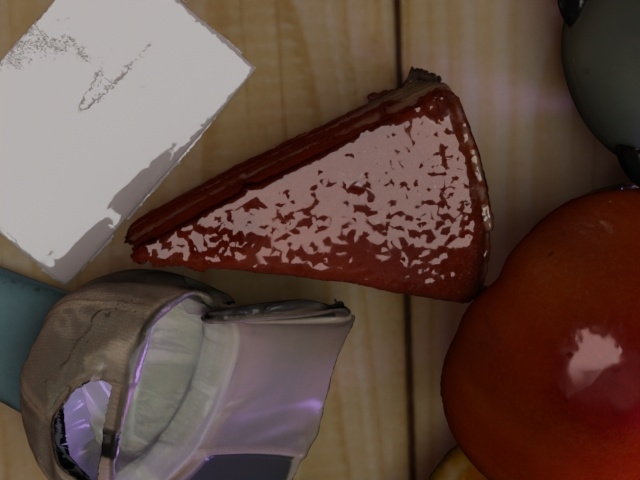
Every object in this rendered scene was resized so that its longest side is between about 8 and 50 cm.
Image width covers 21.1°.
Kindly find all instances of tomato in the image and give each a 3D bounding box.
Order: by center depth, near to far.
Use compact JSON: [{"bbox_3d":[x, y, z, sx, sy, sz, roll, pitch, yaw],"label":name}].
[{"bbox_3d":[0.214,0.087,1.260,0.260,0.180,0.260,-27,148,-18],"label":"tomato"}]

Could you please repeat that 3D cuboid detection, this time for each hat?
[{"bbox_3d":[-0.096,0.105,1.304,0.275,0.161,0.232,-4,128,-32],"label":"hat"}]

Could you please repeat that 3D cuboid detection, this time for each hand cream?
[{"bbox_3d":[-0.316,0.033,1.299,0.312,0.070,0.111,28,93,-22],"label":"hand cream"}]

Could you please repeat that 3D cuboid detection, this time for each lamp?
[{"bbox_3d":[0.301,-0.154,1.319,0.244,0.198,0.198,-22,104,-23],"label":"lamp"}]

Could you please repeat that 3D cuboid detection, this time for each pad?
[{"bbox_3d":[-0.177,-0.096,1.321,0.156,0.004,0.232,42,91,-14],"label":"pad"}]

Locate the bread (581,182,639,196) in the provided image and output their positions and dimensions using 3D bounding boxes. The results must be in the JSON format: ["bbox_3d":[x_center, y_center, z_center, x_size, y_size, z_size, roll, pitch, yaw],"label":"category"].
[{"bbox_3d":[0.326,-0.012,1.394,0.232,0.088,0.128,-17,95,1],"label":"bread"}]

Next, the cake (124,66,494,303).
[{"bbox_3d":[0.000,0.000,1.296,0.262,0.158,0.159,-27,103,-3],"label":"cake"}]

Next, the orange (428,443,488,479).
[{"bbox_3d":[0.203,0.283,1.331,0.274,0.274,0.310,-18,91,-7],"label":"orange"}]
